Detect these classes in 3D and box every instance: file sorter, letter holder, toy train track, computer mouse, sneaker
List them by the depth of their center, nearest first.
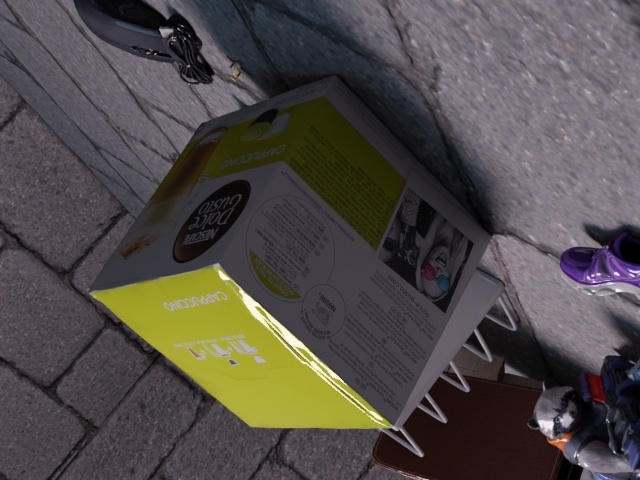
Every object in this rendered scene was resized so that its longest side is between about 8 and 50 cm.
[{"bbox_3d":[0.337,0.019,1.330,0.170,0.068,0.071,5,130,55],"label":"sneaker"},{"bbox_3d":[-0.130,-0.255,1.791,0.048,0.014,0.083,39,169,-2],"label":"toy train track"},{"bbox_3d":[-0.303,-0.336,1.869,0.272,0.072,0.188,35,169,18],"label":"computer mouse"},{"bbox_3d":[0.157,0.172,1.881,0.193,0.277,0.173,31,167,36],"label":"file sorter"},{"bbox_3d":[0.263,0.357,1.939,0.302,0.214,0.152,7,138,26],"label":"letter holder"}]

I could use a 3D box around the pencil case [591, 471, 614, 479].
[{"bbox_3d":[0.533,0.402,1.996,0.133,0.119,0.306,-8,147,20],"label":"pencil case"}]

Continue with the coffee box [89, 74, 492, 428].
[{"bbox_3d":[-0.043,0.033,1.627,0.338,0.334,0.338,44,149,-24],"label":"coffee box"}]

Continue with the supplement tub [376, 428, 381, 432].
[{"bbox_3d":[0.126,0.270,2.531,0.338,0.207,0.207,47,166,-34],"label":"supplement tub"}]

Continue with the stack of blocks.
[{"bbox_3d":[0.295,0.286,2.090,0.297,0.087,0.171,13,141,21],"label":"stack of blocks"}]

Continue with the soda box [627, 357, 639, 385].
[{"bbox_3d":[0.491,0.203,1.508,0.183,0.063,0.058,37,169,6],"label":"soda box"}]

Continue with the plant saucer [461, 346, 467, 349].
[{"bbox_3d":[0.263,0.200,2.319,0.083,0.013,0.083,38,169,8],"label":"plant saucer"}]

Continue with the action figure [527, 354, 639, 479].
[{"bbox_3d":[0.424,0.298,1.550,0.330,0.178,0.341,30,-162,8],"label":"action figure"}]
